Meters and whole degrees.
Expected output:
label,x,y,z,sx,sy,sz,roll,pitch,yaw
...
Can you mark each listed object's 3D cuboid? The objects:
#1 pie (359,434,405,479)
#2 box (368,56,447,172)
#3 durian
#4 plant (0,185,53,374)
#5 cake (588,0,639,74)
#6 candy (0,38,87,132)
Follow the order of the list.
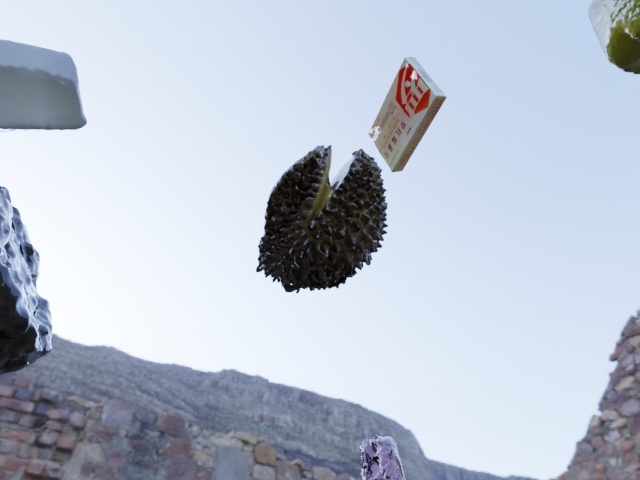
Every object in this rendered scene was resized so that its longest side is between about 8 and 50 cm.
label,x,y,z,sx,sy,sz,roll,pitch,yaw
pie,0.075,0.295,0.471,0.049,0.182,0.182,-9,-48,4
box,0.080,-0.118,0.443,0.015,0.058,0.093,-11,-33,-28
durian,-0.001,0.000,0.349,0.110,0.071,0.140,21,-54,-41
plant,-0.449,0.070,0.444,0.312,0.213,0.215,-14,-15,-20
cake,0.514,-0.329,0.615,0.260,0.156,0.179,-8,-19,-13
candy,-0.579,-0.245,0.726,0.208,0.358,0.145,3,-78,20
